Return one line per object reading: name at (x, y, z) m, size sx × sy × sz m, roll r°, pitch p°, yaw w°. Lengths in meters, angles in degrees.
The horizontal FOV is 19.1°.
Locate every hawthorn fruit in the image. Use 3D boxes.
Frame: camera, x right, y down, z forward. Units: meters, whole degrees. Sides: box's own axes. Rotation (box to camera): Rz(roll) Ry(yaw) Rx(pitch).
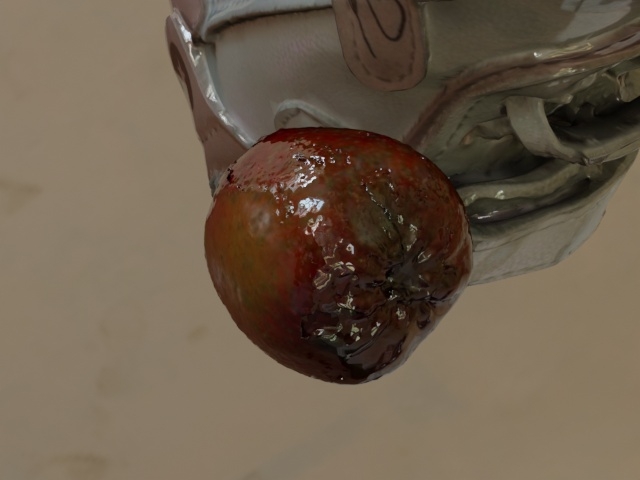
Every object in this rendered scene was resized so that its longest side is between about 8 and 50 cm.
hawthorn fruit at (0.003, 0.001, 0.528) m, size 0.077 × 0.077 × 0.077 m, roll 53°, pitch 8°, yaw -11°

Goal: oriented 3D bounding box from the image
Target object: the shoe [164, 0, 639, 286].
shoe at (0.058, -0.087, 0.616) m, size 0.351 × 0.172 × 0.198 m, roll 18°, pitch -56°, yaw 66°
